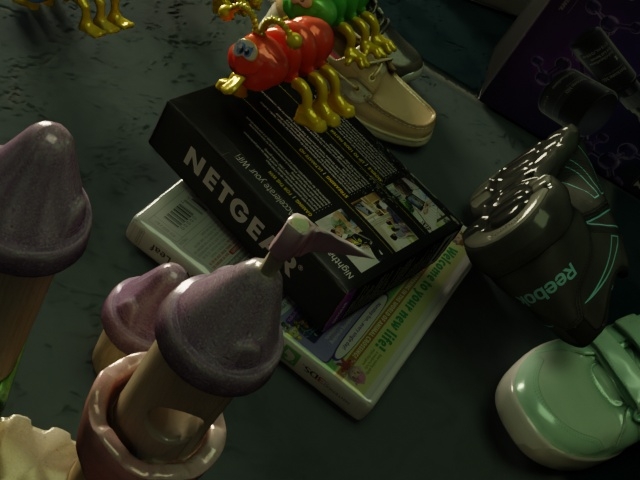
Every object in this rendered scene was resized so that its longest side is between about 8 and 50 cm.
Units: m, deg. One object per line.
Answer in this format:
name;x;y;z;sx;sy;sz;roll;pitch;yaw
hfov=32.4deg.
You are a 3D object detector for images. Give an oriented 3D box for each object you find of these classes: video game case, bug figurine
video game case;0.000;0.000;0.770;0.193;0.023;0.212;38;41;5
bug figurine;-0.076;-0.172;0.777;0.279;0.072;0.216;24;34;23

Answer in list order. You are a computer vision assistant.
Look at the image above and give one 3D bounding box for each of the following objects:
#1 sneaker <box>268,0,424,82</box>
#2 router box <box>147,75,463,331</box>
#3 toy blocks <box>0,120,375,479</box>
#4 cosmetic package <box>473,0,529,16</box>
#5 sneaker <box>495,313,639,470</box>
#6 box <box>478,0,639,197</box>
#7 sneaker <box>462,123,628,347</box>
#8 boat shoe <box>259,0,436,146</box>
sneaker;0.026;-0.194;0.935;0.158;0.065;0.061;34;42;0
router box;-0.009;-0.039;0.746;0.179;0.046;0.133;47;43;16
toy blocks;-0.161;0.022;0.471;0.288;0.260;0.309;21;43;-13
cosmetic package;0.172;-0.354;1.153;0.127;0.107;0.238;15;42;-19
sneaker;0.239;0.069;0.759;0.255;0.151;0.094;-12;60;-37
box;0.285;-0.190;0.946;0.184;0.261;0.103;28;42;-5
sneaker;0.170;-0.006;0.821;0.106;0.101;0.267;51;26;-6
boat shoe;0.026;-0.141;0.890;0.170;0.059;0.063;34;42;0
